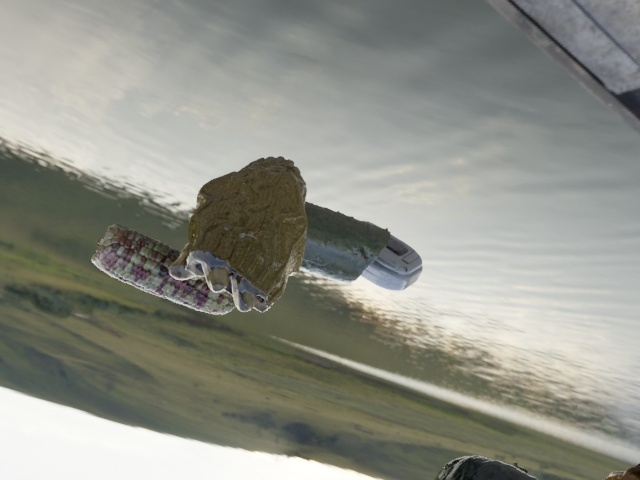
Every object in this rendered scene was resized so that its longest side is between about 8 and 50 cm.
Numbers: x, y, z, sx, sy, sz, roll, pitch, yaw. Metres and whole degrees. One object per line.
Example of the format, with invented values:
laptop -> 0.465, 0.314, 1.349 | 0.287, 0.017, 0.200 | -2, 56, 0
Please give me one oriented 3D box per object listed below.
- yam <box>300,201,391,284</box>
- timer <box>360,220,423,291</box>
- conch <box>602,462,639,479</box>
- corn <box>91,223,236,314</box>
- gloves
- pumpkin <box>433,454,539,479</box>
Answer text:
yam -> 0.000, 0.000, 1.309 | 0.304, 0.168, 0.168 | 19, 167, -10
timer -> 0.151, 0.033, 1.542 | 0.262, 0.087, 0.237 | 33, -155, 19
conch -> 0.510, 0.371, 0.778 | 0.093, 0.109, 0.330 | 54, 146, -8
corn -> -0.245, 0.056, 0.921 | 0.253, 0.086, 0.086 | 27, 165, -18
gloves -> -0.118, -0.031, 0.877 | 0.203, 0.356, 0.155 | -7, 125, 11
pumpkin -> 0.244, 0.373, 0.739 | 0.211, 0.152, 0.212 | 32, 146, 24
